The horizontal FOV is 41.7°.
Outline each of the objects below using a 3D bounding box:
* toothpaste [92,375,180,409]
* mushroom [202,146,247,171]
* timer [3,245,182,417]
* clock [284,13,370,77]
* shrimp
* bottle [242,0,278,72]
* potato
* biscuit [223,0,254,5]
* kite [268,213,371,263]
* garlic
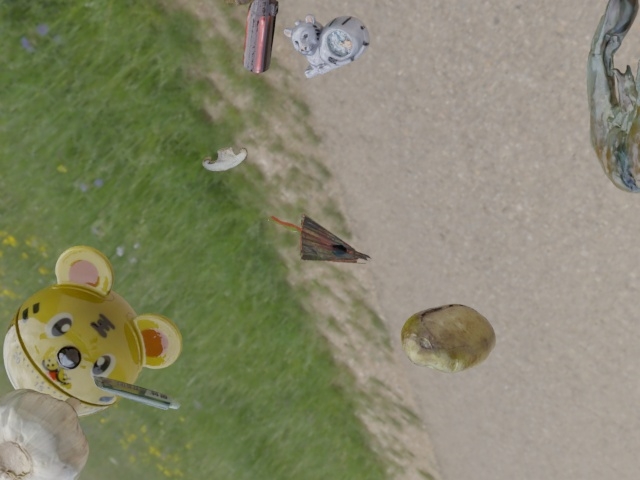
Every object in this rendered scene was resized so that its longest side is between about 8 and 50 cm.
[{"bbox_3d":[-0.391,0.328,1.797,0.204,0.031,0.049,24,-172,-31],"label":"toothpaste"},{"bbox_3d":[-0.202,-0.174,1.789,0.019,0.101,0.049,-130,28,-57],"label":"mushroom"},{"bbox_3d":[-0.575,0.239,2.061,0.376,0.387,0.376,44,-162,-18],"label":"timer"},{"bbox_3d":[0.015,-0.413,1.712,0.176,0.080,0.117,-13,121,39],"label":"clock"},{"bbox_3d":[0.411,-0.225,1.072,0.247,0.085,0.360,-110,15,-46],"label":"shrimp"},{"bbox_3d":[-0.112,-0.397,1.587,0.060,0.060,0.164,34,142,18],"label":"bottle"},{"bbox_3d":[0.186,0.144,1.226,0.107,0.170,0.080,53,132,23],"label":"potato"},{"bbox_3d":[-0.113,-0.340,0.910,0.215,0.034,0.182,136,114,-74],"label":"biscuit"},{"bbox_3d":[0.000,0.000,1.370,0.183,0.014,0.241,23,-162,-3],"label":"kite"},{"bbox_3d":[-0.457,0.328,1.431,0.199,0.199,0.226,40,-160,3],"label":"garlic"}]
